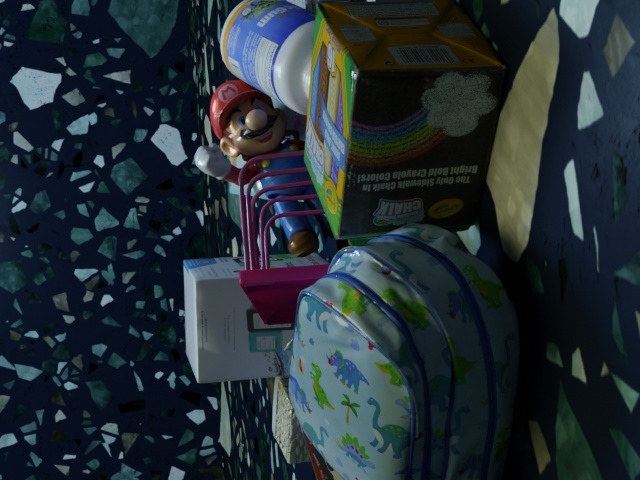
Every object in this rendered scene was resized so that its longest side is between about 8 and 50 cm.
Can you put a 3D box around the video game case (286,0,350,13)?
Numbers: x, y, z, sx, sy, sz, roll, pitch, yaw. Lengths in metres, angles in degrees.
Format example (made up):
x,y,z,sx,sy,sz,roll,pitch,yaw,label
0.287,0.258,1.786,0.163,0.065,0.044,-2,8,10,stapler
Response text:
x,y,z,sx,sy,sz,roll,pitch,yaw,label
-0.018,-0.474,1.857,0.244,0.061,0.269,121,143,-70,video game case

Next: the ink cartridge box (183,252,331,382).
x,y,z,sx,sy,sz,roll,pitch,yaw,label
-0.113,0.140,2.008,0.198,0.270,0.197,-145,53,-73,ink cartridge box

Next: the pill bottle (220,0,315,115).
x,y,z,sx,sy,sz,roll,pitch,yaw,label
-0.031,-0.287,1.684,0.272,0.152,0.152,35,131,47,pill bottle

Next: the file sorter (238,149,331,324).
x,y,z,sx,sy,sz,roll,pitch,yaw,label
0.000,0.000,1.506,0.290,0.202,0.182,76,-171,-75,file sorter

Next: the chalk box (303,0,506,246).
x,y,z,sx,sy,sz,roll,pitch,yaw,label
0.087,-0.120,1.272,0.179,0.180,0.289,-111,22,-49,chalk box

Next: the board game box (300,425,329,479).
x,y,z,sx,sy,sz,roll,pitch,yaw,label
0.011,0.323,1.807,0.281,0.027,0.145,-47,-61,-81,board game box

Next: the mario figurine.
x,y,z,sx,sy,sz,roll,pitch,yaw,label
-0.075,-0.135,1.771,0.170,0.198,0.320,-41,82,39,mario figurine

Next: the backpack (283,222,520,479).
x,y,z,sx,sy,sz,roll,pitch,yaw,label
0.095,0.156,1.217,0.290,0.273,0.355,45,127,40,backpack

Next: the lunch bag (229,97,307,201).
x,y,z,sx,sy,sz,roll,pitch,yaw,label
-0.064,-0.184,1.954,0.262,0.160,0.223,16,106,61,lunch bag

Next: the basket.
x,y,z,sx,sy,sz,roll,pitch,yaw,label
-0.026,0.338,2.051,0.103,0.113,0.167,-116,25,-53,basket
